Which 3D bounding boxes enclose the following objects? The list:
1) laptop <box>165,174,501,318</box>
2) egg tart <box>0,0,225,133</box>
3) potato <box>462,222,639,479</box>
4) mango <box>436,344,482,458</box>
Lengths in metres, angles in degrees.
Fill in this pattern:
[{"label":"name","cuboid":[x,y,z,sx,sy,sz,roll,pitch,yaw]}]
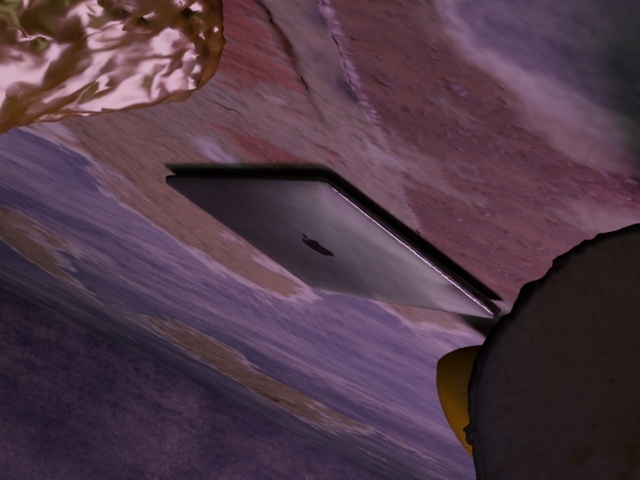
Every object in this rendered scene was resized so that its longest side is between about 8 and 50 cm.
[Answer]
[{"label":"laptop","cuboid":[0.000,0.000,0.973,0.188,0.015,0.269,36,165,-27]},{"label":"egg tart","cuboid":[-0.212,-0.151,0.565,0.351,0.153,0.339,37,161,-35]},{"label":"potato","cuboid":[0.219,0.134,0.539,0.300,0.246,0.196,21,157,39]},{"label":"mango","cuboid":[0.235,0.178,0.924,0.195,0.142,0.332,43,168,-35]}]
